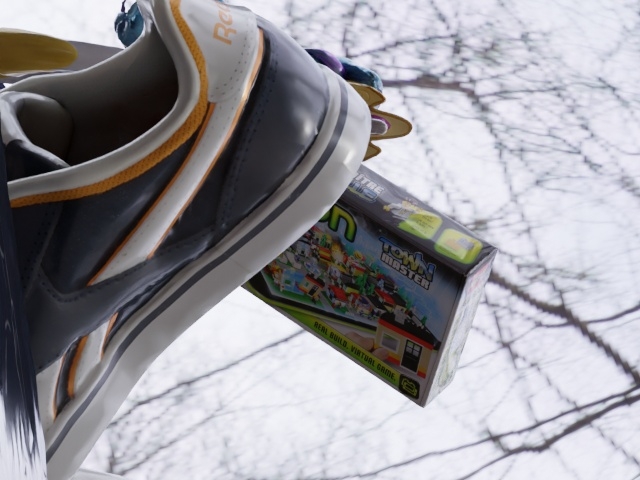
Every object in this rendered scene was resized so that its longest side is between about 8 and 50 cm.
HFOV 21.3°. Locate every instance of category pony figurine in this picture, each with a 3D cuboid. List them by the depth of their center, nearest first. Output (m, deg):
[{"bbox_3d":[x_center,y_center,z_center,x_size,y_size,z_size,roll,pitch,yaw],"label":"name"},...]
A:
[{"bbox_3d":[-0.145,-0.096,1.371,0.363,0.351,0.303,1,-88,-19],"label":"pony figurine"}]

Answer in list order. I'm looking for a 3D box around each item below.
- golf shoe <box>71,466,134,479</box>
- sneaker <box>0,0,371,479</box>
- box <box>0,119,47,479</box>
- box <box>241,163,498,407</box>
[{"bbox_3d":[-0.270,0.166,1.235,0.115,0.306,0.140,121,-32,-44],"label":"golf shoe"},{"bbox_3d":[-0.132,0.016,0.759,0.321,0.127,0.126,-47,-147,8],"label":"sneaker"},{"bbox_3d":[-0.210,0.079,0.370,0.297,0.480,0.471,-5,-75,-8],"label":"box"},{"bbox_3d":[0.000,0.000,1.019,0.207,0.036,0.114,32,-45,21],"label":"box"}]
